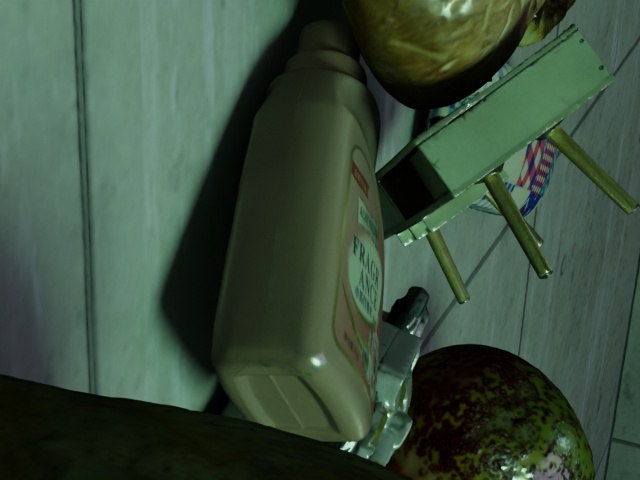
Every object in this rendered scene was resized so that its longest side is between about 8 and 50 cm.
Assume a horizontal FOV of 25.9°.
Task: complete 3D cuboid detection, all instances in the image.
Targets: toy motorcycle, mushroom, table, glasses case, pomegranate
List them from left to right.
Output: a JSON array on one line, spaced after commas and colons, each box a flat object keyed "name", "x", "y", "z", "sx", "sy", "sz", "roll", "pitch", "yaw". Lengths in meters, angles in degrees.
[{"name": "toy motorcycle", "x": 0.027, "y": 0.132, "z": 1.009, "sx": 0.225, "sy": 0.073, "sz": 0.152, "roll": -55, "pitch": 167, "yaw": -60}, {"name": "mushroom", "x": 0.062, "y": -0.163, "z": 0.815, "sx": 0.286, "sy": 0.156, "sz": 0.151, "roll": 55, "pitch": 50, "yaw": -63}, {"name": "pomegranate", "x": 0.102, "y": 0.200, "z": 1.155, "sx": 0.247, "sy": 0.214, "sz": 0.214, "roll": -15, "pitch": 124, "yaw": -26}, {"name": "table", "x": 0.111, "y": -0.032, "z": 0.896, "sx": 0.121, "sy": 0.111, "sz": 0.240, "roll": -35, "pitch": 180, "yaw": -11}, {"name": "glasses case", "x": 0.158, "y": -0.086, "z": 1.250, "sx": 0.327, "sy": 0.076, "sz": 0.125, "roll": 7, "pitch": 96, "yaw": -70}]

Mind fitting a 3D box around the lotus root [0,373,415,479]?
[{"name": "lotus root", "x": -0.037, "y": 0.184, "z": 0.500, "sx": 0.250, "sy": 0.346, "sz": 0.250, "roll": -40, "pitch": 138, "yaw": -48}]

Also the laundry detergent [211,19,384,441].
[{"name": "laundry detergent", "x": 0.000, "y": 0.000, "z": 0.830, "sx": 0.171, "sy": 0.076, "sz": 0.237, "roll": 66, "pitch": 26, "yaw": -57}]

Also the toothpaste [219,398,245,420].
[{"name": "toothpaste", "x": -0.044, "y": 0.134, "z": 0.857, "sx": 0.323, "sy": 0.066, "sz": 0.100, "roll": -65, "pitch": 162, "yaw": -51}]

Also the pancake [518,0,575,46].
[{"name": "pancake", "x": 0.174, "y": -0.319, "z": 1.203, "sx": 0.427, "sy": 0.066, "sz": 0.305, "roll": -38, "pitch": 129, "yaw": -60}]
